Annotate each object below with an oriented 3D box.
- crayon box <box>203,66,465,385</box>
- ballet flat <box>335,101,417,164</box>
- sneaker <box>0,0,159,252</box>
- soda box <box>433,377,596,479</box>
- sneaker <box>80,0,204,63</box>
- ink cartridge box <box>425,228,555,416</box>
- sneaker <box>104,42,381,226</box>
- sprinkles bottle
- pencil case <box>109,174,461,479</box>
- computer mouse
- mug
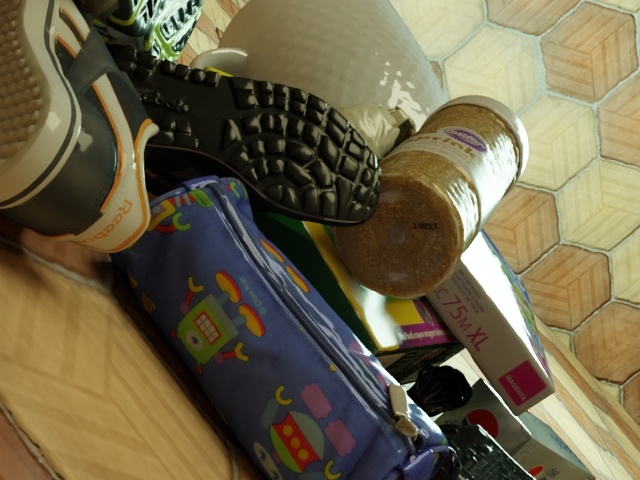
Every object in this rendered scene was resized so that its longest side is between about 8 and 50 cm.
[{"bbox_3d":[0.000,0.000,1.312,0.313,0.106,0.363,58,16,14],"label":"crayon box"},{"bbox_3d":[0.051,-0.112,1.342,0.086,0.086,0.248,51,16,7],"label":"ballet flat"},{"bbox_3d":[-0.204,-0.105,0.933,0.127,0.126,0.321,41,18,-39],"label":"sneaker"},{"bbox_3d":[0.231,0.255,1.514,0.098,0.091,0.286,50,7,32],"label":"soda box"},{"bbox_3d":[-0.189,-0.241,1.061,0.147,0.145,0.385,24,-19,3],"label":"sneaker"},{"bbox_3d":[0.175,0.047,1.436,0.186,0.065,0.311,53,12,-15],"label":"ink cartridge box"},{"bbox_3d":[-0.088,-0.077,1.095,0.283,0.107,0.124,21,-24,-8],"label":"sneaker"},{"bbox_3d":[0.120,-0.053,1.268,0.121,0.121,0.355,49,25,-1],"label":"sprinkles bottle"},{"bbox_3d":[-0.031,0.085,0.957,0.119,0.133,0.306,-21,67,-47],"label":"pencil case"},{"bbox_3d":[0.160,0.254,1.286,0.272,0.072,0.188,47,30,18],"label":"computer mouse"},{"bbox_3d":[-0.006,-0.158,1.667,0.374,0.276,0.328,8,39,-33],"label":"mug"}]
